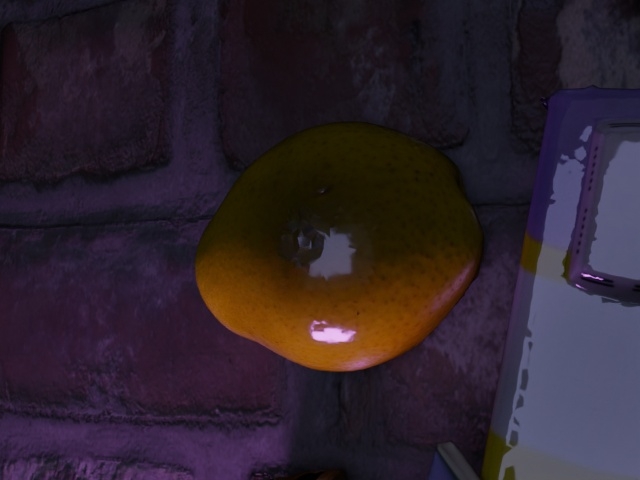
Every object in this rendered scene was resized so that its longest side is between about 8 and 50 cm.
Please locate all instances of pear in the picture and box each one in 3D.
[{"bbox_3d":[0.000,0.000,0.841,0.387,0.191,0.340,-21,76,17],"label":"pear"}]

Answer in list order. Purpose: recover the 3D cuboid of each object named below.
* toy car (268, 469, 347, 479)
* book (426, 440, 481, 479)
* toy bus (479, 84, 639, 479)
[{"bbox_3d":[0.000,0.430,0.837,0.125,0.101,0.256,-17,77,15],"label":"toy car"},{"bbox_3d":[0.144,0.425,0.633,0.264,0.031,0.379,-130,44,-52],"label":"book"},{"bbox_3d":[0.308,0.057,0.686,0.210,0.249,0.439,11,88,21],"label":"toy bus"}]
